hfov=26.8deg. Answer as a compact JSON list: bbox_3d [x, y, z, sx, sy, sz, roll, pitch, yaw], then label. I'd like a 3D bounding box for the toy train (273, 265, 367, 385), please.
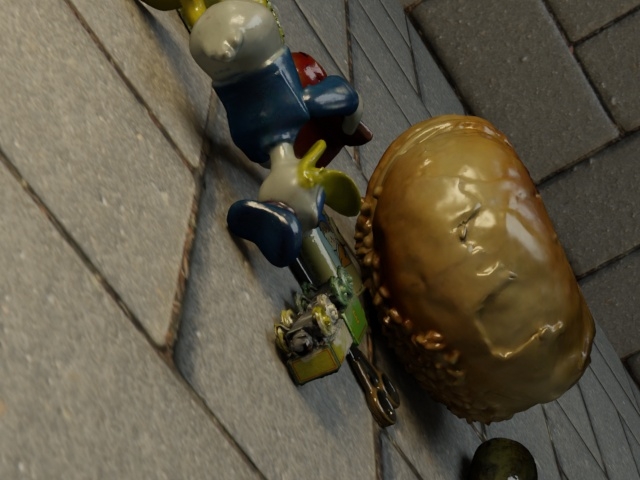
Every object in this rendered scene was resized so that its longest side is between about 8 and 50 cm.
[{"bbox_3d":[0.004,0.088,1.354,0.081,0.060,0.202,65,15,-9],"label":"toy train"}]

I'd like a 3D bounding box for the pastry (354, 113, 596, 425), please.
[{"bbox_3d":[0.182,0.042,1.663,0.410,0.245,0.409,62,8,-16],"label":"pastry"}]

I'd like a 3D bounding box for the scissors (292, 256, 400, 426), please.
[{"bbox_3d":[0.025,0.105,1.482,0.220,0.017,0.088,58,18,-11],"label":"scissors"}]

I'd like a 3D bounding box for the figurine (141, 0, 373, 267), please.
[{"bbox_3d":[-0.057,-0.115,1.410,0.283,0.204,0.338,43,36,-55],"label":"figurine"}]

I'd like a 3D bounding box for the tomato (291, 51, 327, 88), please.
[{"bbox_3d":[-0.029,-0.214,1.801,0.087,0.075,0.087,53,13,-18],"label":"tomato"}]

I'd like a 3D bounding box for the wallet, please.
[{"bbox_3d":[0.000,0.000,1.553,0.155,0.039,0.110,62,15,0],"label":"wallet"}]

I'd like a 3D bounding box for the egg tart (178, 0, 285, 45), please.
[{"bbox_3d":[-0.121,-0.286,1.616,0.197,0.078,0.197,53,14,-20],"label":"egg tart"}]

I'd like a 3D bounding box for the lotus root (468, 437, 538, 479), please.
[{"bbox_3d":[0.232,0.301,1.692,0.089,0.080,0.179,58,14,-4],"label":"lotus root"}]
